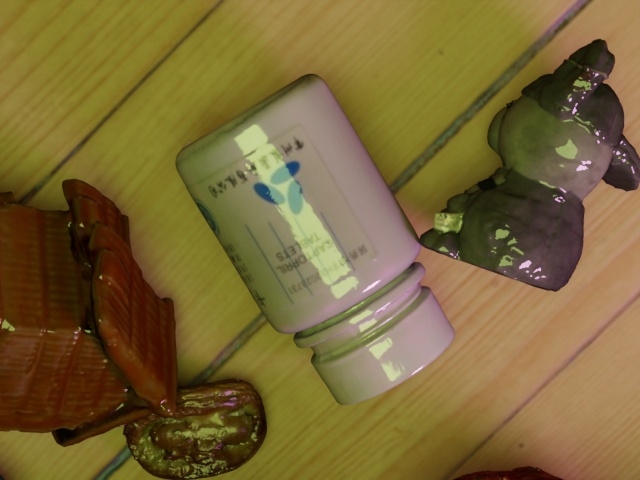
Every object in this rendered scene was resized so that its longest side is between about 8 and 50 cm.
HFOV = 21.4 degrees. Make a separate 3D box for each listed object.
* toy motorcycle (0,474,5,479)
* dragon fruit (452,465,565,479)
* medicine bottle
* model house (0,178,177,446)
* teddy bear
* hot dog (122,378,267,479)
[{"bbox_3d":[-0.346,0.430,1.709,0.237,0.169,0.410,-27,91,-1],"label":"toy motorcycle"},{"bbox_3d":[0.203,0.359,1.612,0.301,0.295,0.296,41,98,22],"label":"dragon fruit"},{"bbox_3d":[0.000,0.000,1.628,0.170,0.170,0.293,-31,97,6],"label":"medicine bottle"},{"bbox_3d":[-0.252,0.073,1.661,0.229,0.199,0.220,9,141,-23],"label":"model house"},{"bbox_3d":[0.220,-0.061,1.639,0.171,0.144,0.251,37,81,-37],"label":"teddy bear"},{"bbox_3d":[-0.128,0.188,1.713,0.147,0.065,0.099,-7,108,1],"label":"hot dog"}]
